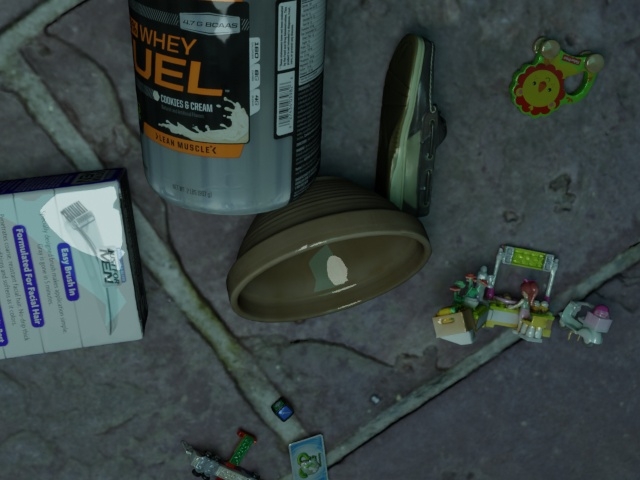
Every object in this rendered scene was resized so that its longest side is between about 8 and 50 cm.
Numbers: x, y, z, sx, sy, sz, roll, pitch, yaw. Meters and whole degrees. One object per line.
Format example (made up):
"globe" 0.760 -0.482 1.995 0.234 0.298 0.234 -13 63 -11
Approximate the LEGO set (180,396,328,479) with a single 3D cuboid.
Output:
"LEGO set" -0.079 0.331 1.057 0.182 0.060 0.244 -13 109 -19

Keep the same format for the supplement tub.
"supplement tub" -0.090 -0.201 0.780 0.193 0.194 0.316 -3 122 -9

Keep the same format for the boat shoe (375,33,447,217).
"boat shoe" 0.114 -0.131 0.936 0.073 0.080 0.224 1 110 -16

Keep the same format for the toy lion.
"toy lion" 0.287 -0.196 0.971 0.100 0.034 0.096 12 110 -13

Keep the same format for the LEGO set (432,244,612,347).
"LEGO set" 0.232 0.064 0.979 0.287 0.132 0.107 7 99 -34

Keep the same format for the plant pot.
"plant pot" 0.000 0.000 0.905 0.237 0.237 0.110 -15 68 -6

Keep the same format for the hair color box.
"hair color box" -0.377 0.033 0.879 0.338 0.110 0.185 -7 105 -6
